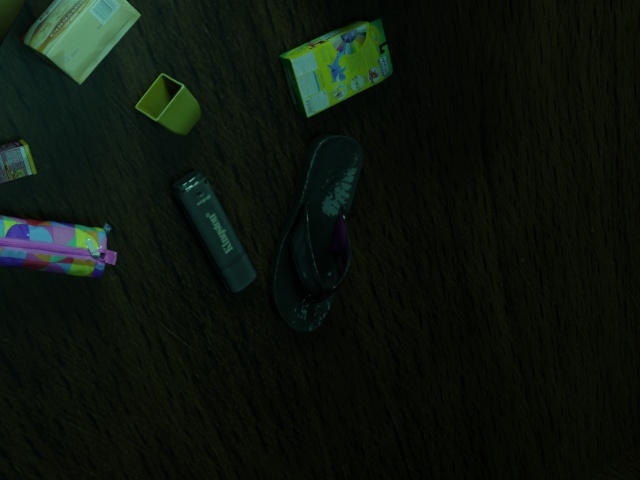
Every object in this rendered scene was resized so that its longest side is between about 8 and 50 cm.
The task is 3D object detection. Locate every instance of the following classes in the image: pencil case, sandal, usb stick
[{"bbox_3d":[-0.481,0.009,1.364,0.236,0.104,0.104,8,105,-34],"label":"pencil case"},{"bbox_3d":[-0.002,-0.001,1.663,0.168,0.107,0.445,0,109,-33],"label":"sandal"},{"bbox_3d":[-0.207,-0.010,1.567,0.077,0.045,0.278,-35,123,-16],"label":"usb stick"}]

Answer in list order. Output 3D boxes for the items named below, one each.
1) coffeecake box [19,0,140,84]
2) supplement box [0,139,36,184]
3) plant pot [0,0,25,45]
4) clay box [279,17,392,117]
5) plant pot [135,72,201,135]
[{"bbox_3d":[-0.380,-0.332,1.236,0.142,0.185,0.068,-51,127,-6],"label":"coffeecake box"},{"bbox_3d":[-0.524,-0.128,1.314,0.083,0.043,0.055,-21,119,-26],"label":"supplement box"},{"bbox_3d":[-0.490,-0.430,1.120,0.237,0.237,0.254,46,68,-37],"label":"plant pot"},{"bbox_3d":[0.036,-0.350,1.581,0.222,0.053,0.127,-30,122,-21],"label":"clay box"},{"bbox_3d":[-0.265,-0.236,1.420,0.081,0.081,0.083,-53,139,-4],"label":"plant pot"}]
